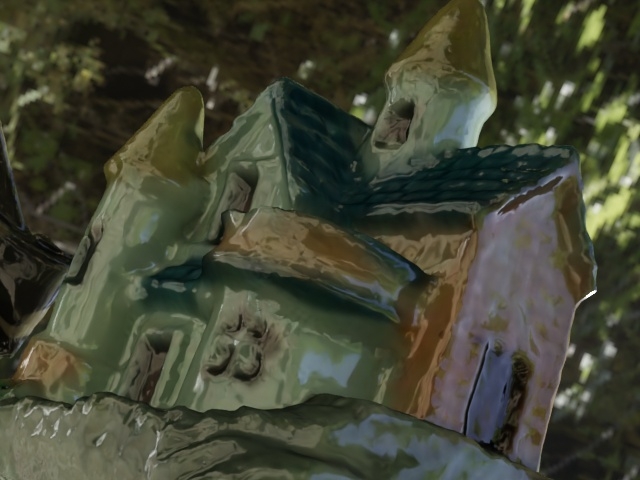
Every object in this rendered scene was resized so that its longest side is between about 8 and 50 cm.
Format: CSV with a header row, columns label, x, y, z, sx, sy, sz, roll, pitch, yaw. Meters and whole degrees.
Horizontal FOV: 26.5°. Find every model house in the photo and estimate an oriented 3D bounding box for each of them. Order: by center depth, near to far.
label,x,y,z,sx,sy,sz,roll,pitch,yaw
model house,0.000,0.000,0.674,0.267,0.194,0.325,3,-112,50

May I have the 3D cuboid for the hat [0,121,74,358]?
label,x,y,z,sx,sy,sz,roll,pitch,yaw
hat,-0.403,-0.032,1.047,0.257,0.366,0.382,-36,-111,56
